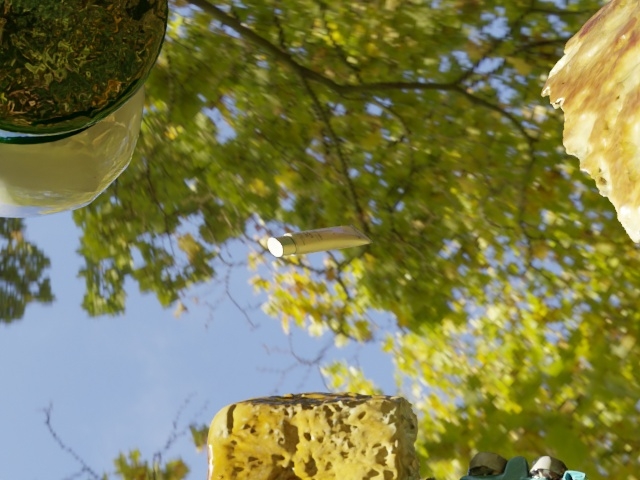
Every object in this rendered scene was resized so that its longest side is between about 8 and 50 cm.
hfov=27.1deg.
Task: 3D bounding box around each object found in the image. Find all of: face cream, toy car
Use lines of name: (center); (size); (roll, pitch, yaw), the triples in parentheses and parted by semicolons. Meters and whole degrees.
face cream: (-0.279, -0.159, 1.078); (0.312, 0.357, 0.219); (49, -115, -13)
toy car: (0.208, 0.289, 1.367); (0.098, 0.162, 0.126); (55, -137, -30)
face cream: (0.000, 0.000, 1.333); (0.115, 0.038, 0.020); (-7, -57, -38)

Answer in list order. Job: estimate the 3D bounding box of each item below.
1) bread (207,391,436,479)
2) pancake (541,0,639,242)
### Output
bread: (0.012, 0.264, 1.447); (0.246, 0.176, 0.195); (-2, -95, 13)
pancake: (0.193, -0.100, 0.568); (0.056, 0.257, 0.212); (36, -73, -21)
